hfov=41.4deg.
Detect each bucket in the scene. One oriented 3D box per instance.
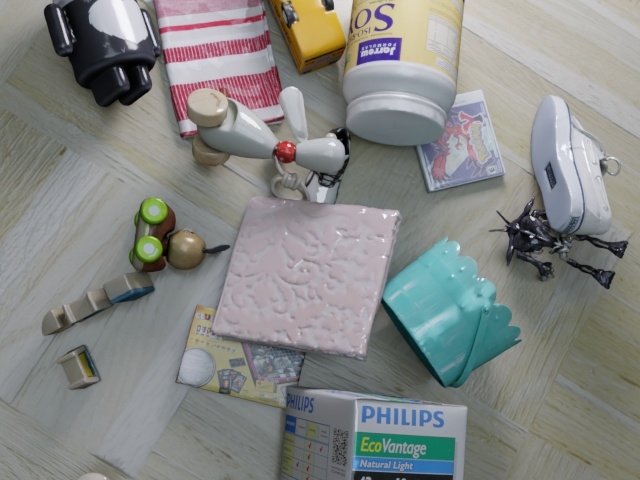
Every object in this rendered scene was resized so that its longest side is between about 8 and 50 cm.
[{"bbox_3d":[0.252,0.149,1.699,0.183,0.281,0.281,-35,88,-2],"label":"bucket"}]

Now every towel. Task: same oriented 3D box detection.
[{"bbox_3d":[-0.027,0.067,1.688,0.332,0.053,0.317,7,69,20],"label":"towel"},{"bbox_3d":[-0.217,-0.397,1.827,0.237,0.037,0.329,-11,84,-9],"label":"towel"}]

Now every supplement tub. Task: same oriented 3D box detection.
[{"bbox_3d":[0.171,-0.388,1.768,0.241,0.241,0.331,9,76,-7],"label":"supplement tub"}]

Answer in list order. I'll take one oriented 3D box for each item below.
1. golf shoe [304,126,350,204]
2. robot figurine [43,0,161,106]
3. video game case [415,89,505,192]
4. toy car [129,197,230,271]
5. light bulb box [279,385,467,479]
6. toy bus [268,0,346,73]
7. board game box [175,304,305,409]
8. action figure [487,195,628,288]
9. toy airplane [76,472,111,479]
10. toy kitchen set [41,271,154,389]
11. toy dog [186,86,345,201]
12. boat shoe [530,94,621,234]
[{"bbox_3d":[0.016,-0.150,1.795,0.077,0.094,0.198,14,82,-7],"label":"golf shoe"},{"bbox_3d":[-0.438,-0.418,1.726,0.173,0.209,0.278,-19,85,2],"label":"robot figurine"},{"bbox_3d":[0.300,-0.222,1.882,0.183,0.023,0.201,-14,84,-10],"label":"video game case"},{"bbox_3d":[-0.280,-0.001,1.707,0.188,0.155,0.149,9,81,-16],"label":"toy car"},{"bbox_3d":[0.079,0.465,1.566,0.225,0.358,0.361,8,81,-21],"label":"light bulb box"},{"bbox_3d":[-0.056,-0.540,1.822,0.108,0.130,0.333,-22,85,-10],"label":"toy bus"},{"bbox_3d":[-0.158,0.241,1.738,0.243,0.042,0.165,16,80,-6],"label":"board game box"},{"bbox_3d":[0.505,0.012,1.824,0.275,0.141,0.164,22,87,22],"label":"action figure"},{"bbox_3d":[-0.511,0.652,1.510,0.384,0.272,0.386,-16,85,-10],"label":"toy airplane"},{"bbox_3d":[-0.422,0.180,1.690,0.207,0.122,0.166,-26,86,9],"label":"toy kitchen set"},{"bbox_3d":[-0.116,-0.231,1.738,0.333,0.220,0.161,25,53,-15],"label":"toy dog"},{"bbox_3d":[0.558,-0.160,1.807,0.156,0.136,0.367,10,48,-12],"label":"boat shoe"}]
